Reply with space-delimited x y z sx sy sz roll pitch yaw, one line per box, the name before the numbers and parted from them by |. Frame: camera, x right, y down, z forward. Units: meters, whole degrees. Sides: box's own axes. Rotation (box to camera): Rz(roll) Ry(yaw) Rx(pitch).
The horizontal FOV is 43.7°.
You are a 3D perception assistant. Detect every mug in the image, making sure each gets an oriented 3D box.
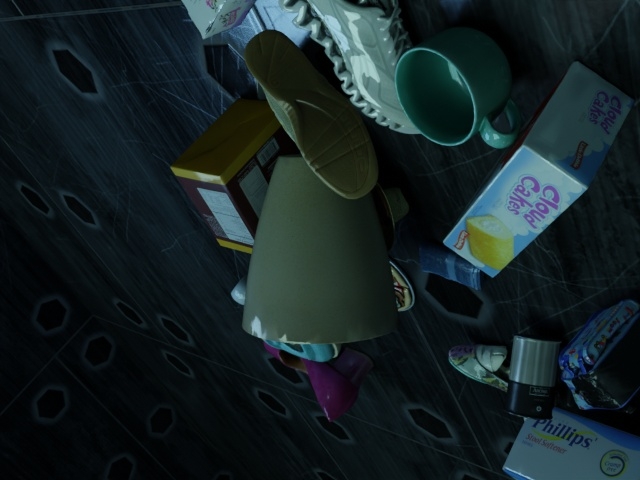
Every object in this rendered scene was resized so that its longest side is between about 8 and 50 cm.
mug | 0.178 -0.185 0.990 0.158 0.097 0.129 60 151 -10

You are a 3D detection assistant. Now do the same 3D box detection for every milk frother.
milk frother | 0.367 0.232 1.397 0.129 0.135 0.143 8 179 -27

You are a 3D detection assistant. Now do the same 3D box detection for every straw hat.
straw hat | 0.113 -0.056 1.322 0.144 0.061 0.145 54 157 36

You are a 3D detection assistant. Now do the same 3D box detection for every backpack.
backpack | 0.434 0.180 1.209 0.117 0.158 0.173 45 165 6

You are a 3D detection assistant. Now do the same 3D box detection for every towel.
towel | 0.225 0.043 1.380 0.119 0.029 0.067 22 148 30

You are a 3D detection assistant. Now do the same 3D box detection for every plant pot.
plant pot | 0.000 0.000 1.281 0.256 0.256 0.274 8 102 45

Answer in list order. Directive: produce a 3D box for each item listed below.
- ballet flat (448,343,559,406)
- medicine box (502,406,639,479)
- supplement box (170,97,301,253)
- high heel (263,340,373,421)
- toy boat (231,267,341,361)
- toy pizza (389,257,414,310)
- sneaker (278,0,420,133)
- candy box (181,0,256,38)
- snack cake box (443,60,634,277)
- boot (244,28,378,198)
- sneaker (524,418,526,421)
ballet flat | 0.352 0.247 1.505 0.221 0.077 0.079 31 134 5
medicine box | 0.517 0.433 1.388 0.289 0.149 0.263 37 166 -28
supplement box | -0.116 -0.110 1.390 0.129 0.191 0.194 14 143 40
high heel | -0.052 0.329 1.995 0.377 0.181 0.127 4 137 49
toy boat | -0.099 0.163 1.838 0.267 0.148 0.318 16 146 38
toy pizza | 0.096 0.078 1.591 0.201 0.032 0.201 29 152 18
sneaker | 0.068 -0.261 1.037 0.292 0.110 0.118 46 143 -16
candy box | -0.153 -0.398 1.062 0.196 0.070 0.165 61 151 0
snack cake box | 0.266 -0.079 1.007 0.089 0.152 0.264 35 154 5
boot | -0.003 -0.169 1.160 0.262 0.095 0.203 52 -177 5
sneaker | 0.448 0.402 1.592 0.092 0.088 0.225 8 140 48
